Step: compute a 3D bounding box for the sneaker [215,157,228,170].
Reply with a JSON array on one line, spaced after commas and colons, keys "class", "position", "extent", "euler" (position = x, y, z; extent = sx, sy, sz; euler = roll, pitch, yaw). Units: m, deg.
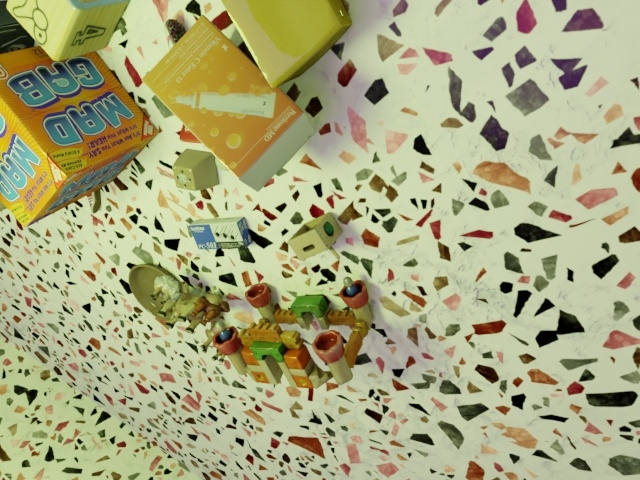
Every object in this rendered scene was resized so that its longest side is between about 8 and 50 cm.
[{"class": "sneaker", "position": [-0.219, -0.240, 1.366], "extent": [0.229, 0.092, 0.087], "euler": [-7, 118, 33]}]

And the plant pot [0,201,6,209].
[{"class": "plant pot", "position": [-1.142, -0.269, 1.764], "extent": [0.191, 0.284, 0.284], "euler": [-18, 115, -2]}]

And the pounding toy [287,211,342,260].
[{"class": "pounding toy", "position": [0.000, 0.000, 1.379], "extent": [0.141, 0.130, 0.100], "euler": [-23, 108, 37]}]

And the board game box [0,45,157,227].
[{"class": "board game box", "position": [-0.804, -0.325, 1.454], "extent": [0.356, 0.356, 0.356], "euler": [-27, 104, 39]}]

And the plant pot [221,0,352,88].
[{"class": "plant pot", "position": [-0.054, -0.488, 1.051], "extent": [0.187, 0.212, 0.212], "euler": [-24, 107, 24]}]

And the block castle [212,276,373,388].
[{"class": "block castle", "position": [-0.088, 0.261, 1.491], "extent": [0.453, 0.303, 0.213], "euler": [-4, 125, 31]}]

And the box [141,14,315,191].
[{"class": "box", "position": [-0.214, -0.321, 1.165], "extent": [0.345, 0.168, 0.215], "euler": [45, 93, 9]}]

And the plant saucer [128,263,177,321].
[{"class": "plant saucer", "position": [-0.644, 0.204, 1.925], "extent": [0.278, 0.041, 0.278], "euler": [15, 127, 20]}]

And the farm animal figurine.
[{"class": "farm animal figurine", "position": [-0.433, 0.268, 1.771], "extent": [0.327, 0.172, 0.330], "euler": [19, 139, 14]}]

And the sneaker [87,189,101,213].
[{"class": "sneaker", "position": [-0.859, -0.161, 1.799], "extent": [0.067, 0.042, 0.118], "euler": [23, 121, 9]}]

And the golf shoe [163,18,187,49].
[{"class": "golf shoe", "position": [-0.380, -0.495, 1.301], "extent": [0.086, 0.067, 0.186], "euler": [-5, 118, 33]}]

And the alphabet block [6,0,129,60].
[{"class": "alphabet block", "position": [-0.671, -0.633, 1.287], "extent": [0.197, 0.193, 0.192], "euler": [-33, 100, 39]}]

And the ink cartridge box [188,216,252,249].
[{"class": "ink cartridge box", "position": [-0.331, -0.023, 1.600], "extent": [0.207, 0.046, 0.097], "euler": [-1, 118, 30]}]

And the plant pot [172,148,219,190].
[{"class": "plant pot", "position": [-0.388, -0.208, 1.476], "extent": [0.109, 0.096, 0.109], "euler": [12, 125, 21]}]

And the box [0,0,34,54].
[{"class": "box", "position": [-0.994, -0.619, 1.499], "extent": [0.108, 0.153, 0.207], "euler": [40, 129, 1]}]

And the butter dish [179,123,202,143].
[{"class": "butter dish", "position": [-0.287, -0.323, 1.339], "extent": [0.160, 0.160, 0.118], "euler": [8, 167, 25]}]
